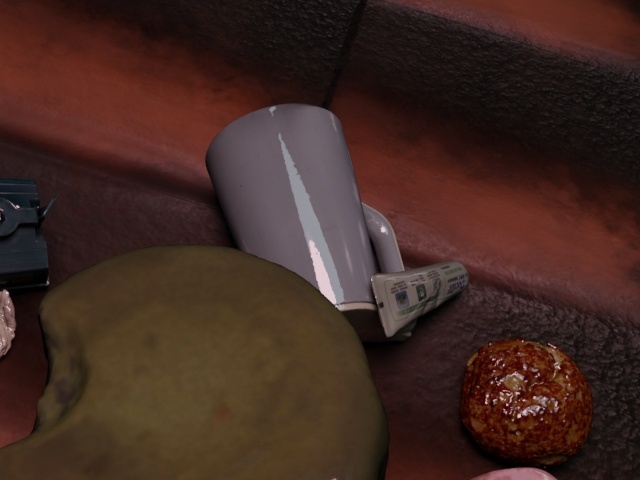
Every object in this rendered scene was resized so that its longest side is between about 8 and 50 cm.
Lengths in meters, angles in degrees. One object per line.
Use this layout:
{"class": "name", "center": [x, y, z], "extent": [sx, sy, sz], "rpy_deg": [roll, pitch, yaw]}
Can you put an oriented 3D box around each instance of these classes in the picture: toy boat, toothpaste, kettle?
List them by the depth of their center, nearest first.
{"class": "toy boat", "center": [-0.410, 0.002, 0.825], "extent": [0.296, 0.122, 0.114], "rpy_deg": [-5, 72, -30]}
{"class": "toothpaste", "center": [0.110, 0.052, 0.924], "extent": [0.218, 0.041, 0.064], "rpy_deg": [-13, 89, -58]}
{"class": "kettle", "center": [0.000, 0.000, 0.941], "extent": [0.211, 0.160, 0.243], "rpy_deg": [9, 53, -44]}

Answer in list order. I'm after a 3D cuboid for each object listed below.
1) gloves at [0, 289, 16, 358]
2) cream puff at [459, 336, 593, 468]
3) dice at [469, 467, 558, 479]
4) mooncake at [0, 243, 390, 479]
{"class": "gloves", "center": [-0.320, 0.087, 0.841], "extent": [0.044, 0.037, 0.080], "rpy_deg": [21, 71, -16]}
{"class": "cream puff", "center": [0.215, 0.159, 0.889], "extent": [0.149, 0.084, 0.149], "rpy_deg": [9, 50, -10]}
{"class": "dice", "center": [0.175, 0.266, 0.787], "extent": [0.093, 0.094, 0.091], "rpy_deg": [-2, 54, -14]}
{"class": "mooncake", "center": [-0.110, 0.176, 0.713], "extent": [0.352, 0.187, 0.351], "rpy_deg": [-1, 46, 1]}
